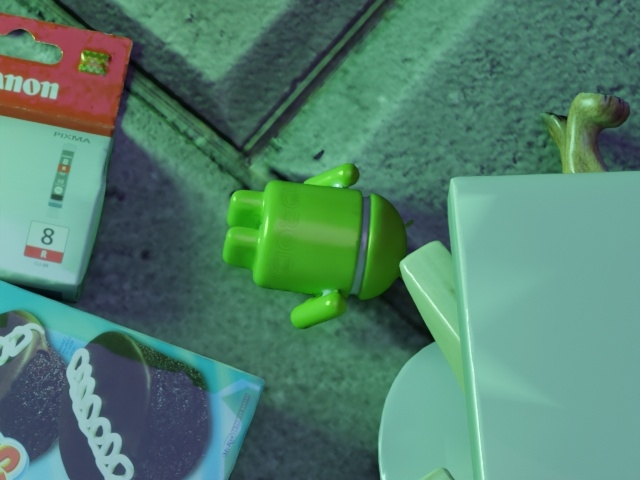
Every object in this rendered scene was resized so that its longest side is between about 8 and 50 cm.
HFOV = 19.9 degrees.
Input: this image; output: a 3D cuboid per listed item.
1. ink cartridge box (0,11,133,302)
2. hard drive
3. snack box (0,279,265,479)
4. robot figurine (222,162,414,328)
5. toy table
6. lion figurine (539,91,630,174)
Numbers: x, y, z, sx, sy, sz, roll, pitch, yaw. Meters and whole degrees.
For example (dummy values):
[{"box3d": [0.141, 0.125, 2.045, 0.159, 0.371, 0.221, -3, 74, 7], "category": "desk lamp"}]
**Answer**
[{"box3d": [-0.198, -0.062, 1.112, 0.145, 0.045, 0.179, 11, 75, -4], "category": "ink cartridge box"}, {"box3d": [0.231, 0.060, 0.905, 0.319, 0.040, 0.210, -2, 61, -2], "category": "hard drive"}, {"box3d": [-0.174, 0.197, 1.027, 0.187, 0.060, 0.322, 20, 72, 0], "category": "snack box"}, {"box3d": [0.000, 0.000, 1.104, 0.115, 0.067, 0.101, 7, 64, -5], "category": "robot figurine"}, {"box3d": [0.131, 0.133, 0.992, 0.252, 0.161, 0.274, -42, 62, -15], "category": "toy table"}, {"box3d": [0.282, 0.054, 1.069, 0.392, 0.142, 0.240, 12, 92, 36], "category": "lion figurine"}]
